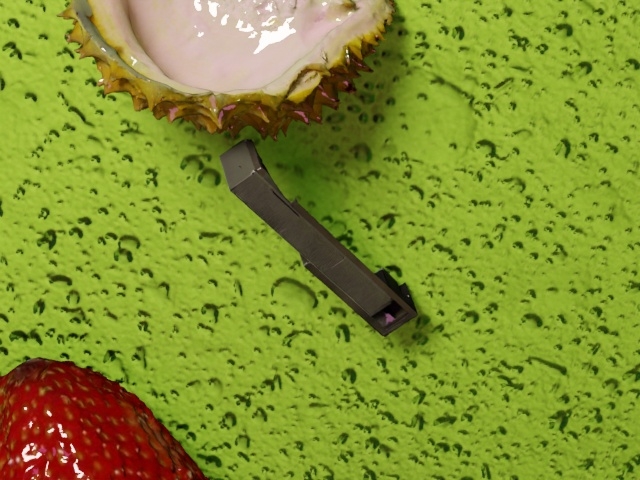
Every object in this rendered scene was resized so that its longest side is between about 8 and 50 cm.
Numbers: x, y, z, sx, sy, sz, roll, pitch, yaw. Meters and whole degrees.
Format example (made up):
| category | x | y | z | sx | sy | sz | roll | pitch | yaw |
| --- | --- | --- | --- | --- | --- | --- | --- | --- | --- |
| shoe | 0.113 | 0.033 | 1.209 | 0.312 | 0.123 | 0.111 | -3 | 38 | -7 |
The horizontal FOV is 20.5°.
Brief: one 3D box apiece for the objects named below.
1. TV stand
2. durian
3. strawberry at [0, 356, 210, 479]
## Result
| category | x | y | z | sx | sy | sz | roll | pitch | yaw |
| --- | --- | --- | --- | --- | --- | --- | --- | --- | --- |
| TV stand | 0.000 | 0.000 | 1.582 | 0.040 | 0.049 | 0.256 | -34 | 133 | 15 |
| durian | -0.104 | -0.162 | 1.498 | 0.305 | 0.195 | 0.185 | 21 | 119 | -9 |
| strawberry | -0.226 | 0.251 | 1.657 | 0.250 | 0.238 | 0.288 | -12 | 103 | 2 |
